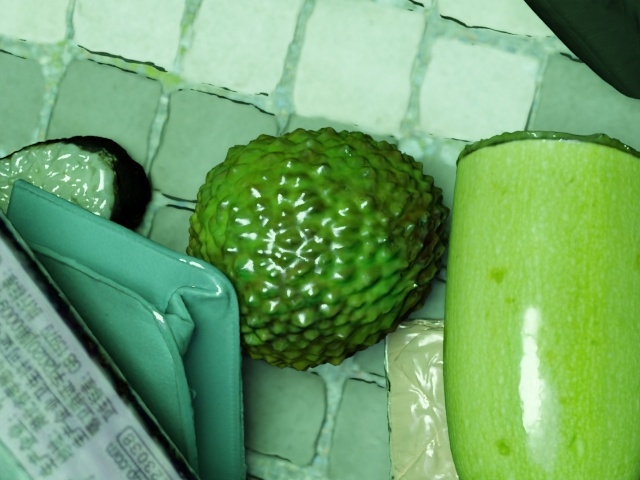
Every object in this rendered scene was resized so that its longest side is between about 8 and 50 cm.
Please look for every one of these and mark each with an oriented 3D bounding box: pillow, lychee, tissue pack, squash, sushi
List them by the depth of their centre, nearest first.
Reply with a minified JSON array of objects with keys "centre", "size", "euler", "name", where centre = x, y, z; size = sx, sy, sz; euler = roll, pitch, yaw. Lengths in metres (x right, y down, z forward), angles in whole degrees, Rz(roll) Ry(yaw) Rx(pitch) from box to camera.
[{"centre":[0.137,0.070,0.794],"size":[0.132,0.132,0.247],"euler":[2,75,9],"name":"squash"},{"centre":[-0.199,0.130,0.801],"size":[0.259,0.122,0.361],"euler":[-20,109,52],"name":"tissue pack"},{"centre":[0.000,0.000,0.839],"size":[0.171,0.171,0.171],"euler":[1,95,9],"name":"lychee"},{"centre":[0.155,0.115,0.879],"size":[0.232,0.043,0.126],"euler":[2,90,12],"name":"pillow"},{"centre":[-0.194,-0.018,0.905],"size":[0.150,0.078,0.090],"euler":[-27,84,11],"name":"sushi"}]

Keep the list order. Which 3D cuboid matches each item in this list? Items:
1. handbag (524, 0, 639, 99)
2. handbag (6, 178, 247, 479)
[{"centre":[0.191,-0.225,0.764],"size":[0.223,0.247,0.080],"euler":[-48,46,8],"name":"handbag"},{"centre":[-0.137,0.081,0.838],"size":[0.179,0.062,0.229],"euler":[23,138,20],"name":"handbag"}]
